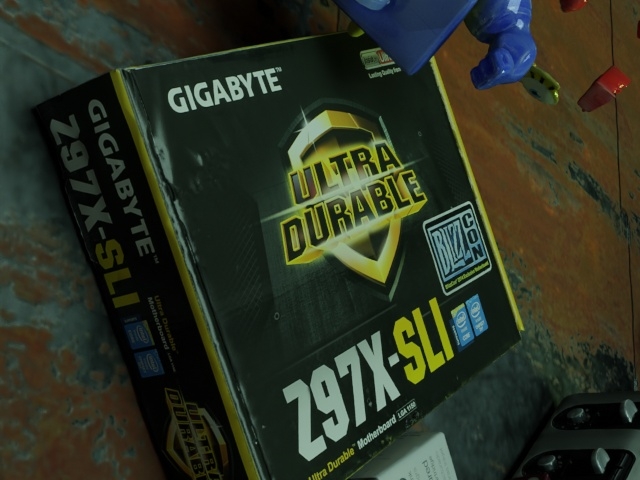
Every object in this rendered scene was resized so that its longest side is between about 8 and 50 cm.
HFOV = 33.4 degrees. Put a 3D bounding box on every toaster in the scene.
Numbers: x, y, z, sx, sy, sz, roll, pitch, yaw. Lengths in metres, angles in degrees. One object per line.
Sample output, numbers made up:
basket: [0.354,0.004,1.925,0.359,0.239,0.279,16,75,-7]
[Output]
toaster: [0.250,0.238,0.891,0.168,0.110,0.185,-37,107,-50]

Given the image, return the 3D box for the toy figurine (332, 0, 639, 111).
toy figurine: [0.059,-0.215,0.667,0.362,0.191,0.217,46,40,3]

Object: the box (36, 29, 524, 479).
box: [0.000,0.000,0.687,0.322,0.079,0.257,-23,98,-53]

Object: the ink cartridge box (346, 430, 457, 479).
ink cartridge box: [0.015,0.212,0.626,0.191,0.082,0.139,-21,95,-54]

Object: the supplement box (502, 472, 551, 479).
supplement box: [0.173,0.308,0.782,0.239,0.073,0.130,59,38,-10]
